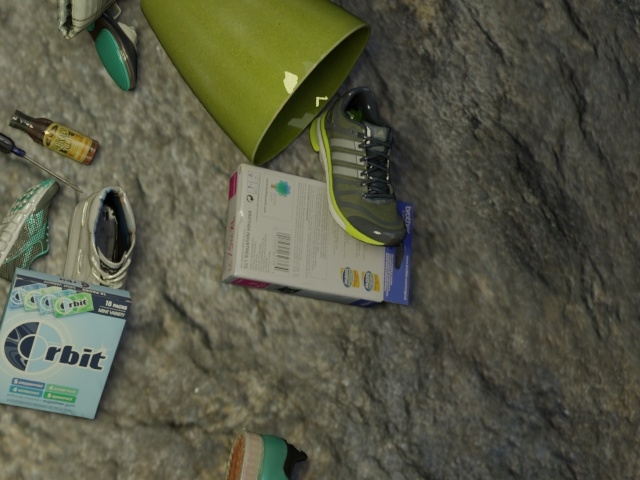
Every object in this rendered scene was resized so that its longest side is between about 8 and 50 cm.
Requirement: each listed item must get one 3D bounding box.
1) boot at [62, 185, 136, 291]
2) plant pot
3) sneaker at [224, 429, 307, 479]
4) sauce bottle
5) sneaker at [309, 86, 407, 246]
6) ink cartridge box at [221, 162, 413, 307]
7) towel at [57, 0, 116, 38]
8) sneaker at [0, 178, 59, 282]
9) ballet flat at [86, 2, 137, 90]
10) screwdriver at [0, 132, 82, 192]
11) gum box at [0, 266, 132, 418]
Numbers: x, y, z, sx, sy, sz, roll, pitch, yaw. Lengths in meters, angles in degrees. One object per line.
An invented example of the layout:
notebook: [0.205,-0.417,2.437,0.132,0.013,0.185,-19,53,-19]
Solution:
boot: [-0.313,0.052,1.466,0.095,0.123,0.258,3,76,-26]
plant pot: [-0.121,-0.313,1.598,0.293,0.275,0.275,41,62,5]
sneaker: [-0.082,0.430,1.496,0.121,0.108,0.302,15,70,-18]
sauce bottle: [-0.391,-0.152,1.526,0.128,0.042,0.042,22,68,-20]
sneaker: [0.068,-0.119,1.642,0.111,0.121,0.300,0,52,-32]
ink cartridge box: [0.000,0.000,1.672,0.311,0.065,0.185,11,70,-22]
towel: [-0.286,-0.485,1.463,0.056,0.324,0.312,13,34,7]
sneaker: [-0.412,-0.011,1.479,0.076,0.065,0.166,42,65,-30]
ballet flat: [-0.323,-0.325,1.590,0.074,0.074,0.203,-35,91,-29]
screwdriver: [-0.419,-0.118,1.519,0.170,0.024,0.025,30,37,-24]
gum box: [-0.358,0.141,1.413,0.157,0.041,0.184,14,107,-21]
